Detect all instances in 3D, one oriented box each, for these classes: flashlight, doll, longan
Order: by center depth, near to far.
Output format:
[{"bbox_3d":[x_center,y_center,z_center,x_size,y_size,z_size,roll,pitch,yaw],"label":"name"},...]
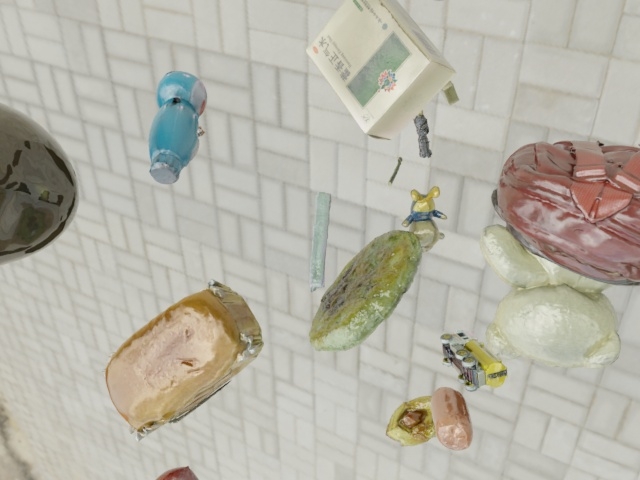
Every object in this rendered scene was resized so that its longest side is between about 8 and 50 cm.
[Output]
[{"bbox_3d":[-0.134,-0.104,0.624,0.051,0.129,0.051,2,141,2],"label":"flashlight"},{"bbox_3d":[-0.363,-0.060,0.715,0.198,0.212,0.198,11,108,37],"label":"longan"},{"bbox_3d":[0.320,0.030,0.927,0.175,0.149,0.278,0,83,33],"label":"doll"},{"bbox_3d":[0.228,-0.037,1.503,0.102,0.089,0.179,-9,136,2],"label":"doll"}]

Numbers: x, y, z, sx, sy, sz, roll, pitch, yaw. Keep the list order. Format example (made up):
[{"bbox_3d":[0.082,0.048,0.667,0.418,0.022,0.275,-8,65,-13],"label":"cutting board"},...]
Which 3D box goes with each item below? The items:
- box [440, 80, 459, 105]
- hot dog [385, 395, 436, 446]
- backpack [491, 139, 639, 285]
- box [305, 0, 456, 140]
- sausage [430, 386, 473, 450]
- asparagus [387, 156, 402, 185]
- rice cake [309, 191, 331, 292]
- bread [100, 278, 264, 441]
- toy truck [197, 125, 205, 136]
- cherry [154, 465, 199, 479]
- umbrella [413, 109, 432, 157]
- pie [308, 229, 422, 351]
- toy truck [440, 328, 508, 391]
[{"bbox_3d":[0.355,-0.439,1.952,0.035,0.083,0.079,-30,147,10],"label":"box"},{"bbox_3d":[0.180,0.285,1.115,0.078,0.169,0.061,58,135,33],"label":"hot dog"},{"bbox_3d":[0.283,-0.036,0.694,0.229,0.229,0.139,23,113,19],"label":"backpack"},{"bbox_3d":[0.097,-0.304,1.167,0.168,0.095,0.212,-47,63,30],"label":"box"},{"bbox_3d":[0.115,0.155,0.599,0.034,0.083,0.034,1,99,5],"label":"sausage"},{"bbox_3d":[0.223,-0.207,2.032,0.018,0.127,0.015,42,136,-17],"label":"asparagus"},{"bbox_3d":[-0.001,0.000,1.331,0.033,0.207,0.033,5,158,0],"label":"rice cake"},{"bbox_3d":[-0.206,0.174,1.012,0.241,0.107,0.136,-38,73,16],"label":"bread"},{"bbox_3d":[-0.319,-0.252,1.658,0.024,0.083,0.032,55,138,1],"label":"toy truck"},{"bbox_3d":[-0.226,0.440,1.000,0.090,0.107,0.225,10,84,22],"label":"cherry"},{"bbox_3d":[0.273,-0.287,1.832,0.040,0.037,0.144,41,151,55],"label":"umbrella"},{"bbox_3d":[0.084,0.106,1.467,0.070,0.323,0.323,41,139,-18],"label":"pie"},{"bbox_3d":[0.426,0.335,1.926,0.227,0.114,0.098,-131,28,-66],"label":"toy truck"}]
